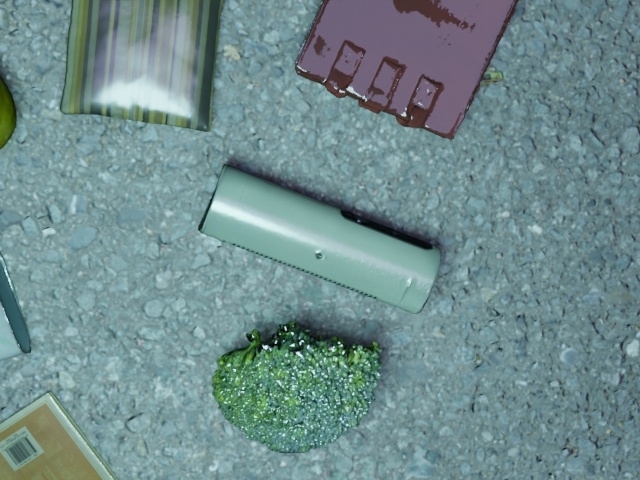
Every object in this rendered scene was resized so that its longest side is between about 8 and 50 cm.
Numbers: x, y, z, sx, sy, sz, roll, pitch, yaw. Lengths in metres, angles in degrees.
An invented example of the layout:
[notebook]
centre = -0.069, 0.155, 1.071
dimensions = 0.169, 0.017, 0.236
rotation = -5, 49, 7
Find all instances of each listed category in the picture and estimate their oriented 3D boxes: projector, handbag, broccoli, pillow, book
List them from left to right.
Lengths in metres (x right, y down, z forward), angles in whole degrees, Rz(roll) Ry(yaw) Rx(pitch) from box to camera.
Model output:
[book]
centre = -0.401, 0.365, 1.387
dimensions = 0.170, 0.018, 0.241
rotation = -33, 99, 2
[pillow]
centre = -0.247, -0.266, 1.289
dimensions = 0.212, 0.052, 0.208
rotation = 6, 95, -8
[broccoli]
centre = -0.029, 0.200, 1.316
dimensions = 0.226, 0.176, 0.198
rotation = -46, 117, -7
[projector]
centre = 0.000, 0.000, 1.322
dimensions = 0.337, 0.108, 0.108
rotation = 21, 96, -8
[handbag]
centre = 0.124, -0.307, 1.300
dimensions = 0.260, 0.084, 0.275
rotation = 21, 96, -8

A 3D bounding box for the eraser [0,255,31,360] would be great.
[eraser]
centre = -0.545, 0.112, 1.306
dimensions = 0.227, 0.081, 0.174
rotation = -17, 100, -3

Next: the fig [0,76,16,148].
[fig]
centre = -0.487, -0.195, 1.256
dimensions = 0.148, 0.186, 0.142
rotation = -22, 145, 18
